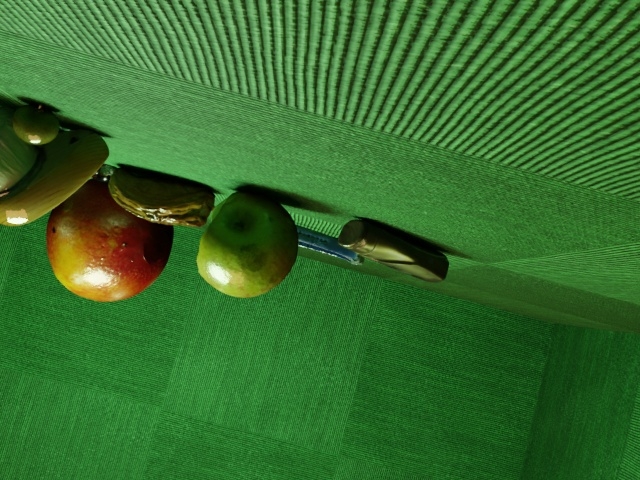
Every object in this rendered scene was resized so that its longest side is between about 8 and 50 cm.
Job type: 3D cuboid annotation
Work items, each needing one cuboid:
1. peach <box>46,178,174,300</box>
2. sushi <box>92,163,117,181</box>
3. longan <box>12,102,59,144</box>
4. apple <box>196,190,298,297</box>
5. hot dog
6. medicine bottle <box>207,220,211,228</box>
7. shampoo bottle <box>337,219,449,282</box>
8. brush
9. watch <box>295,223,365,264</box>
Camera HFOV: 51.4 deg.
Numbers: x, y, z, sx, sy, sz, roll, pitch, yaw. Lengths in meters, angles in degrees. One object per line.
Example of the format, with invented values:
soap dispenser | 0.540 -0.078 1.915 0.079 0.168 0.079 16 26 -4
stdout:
peach | -0.591 -0.011 1.905 0.388 0.388 0.388 15 175 1
sushi | -0.573 -0.177 1.756 0.083 0.046 0.044 12 175 31
longan | -0.481 -0.201 1.126 0.075 0.075 0.083 16 133 -15
apple | -0.175 0.002 1.501 0.246 0.246 0.226 14 167 13
hot dog | -0.409 -0.103 1.683 0.272 0.122 0.196 12 176 9
medicine bottle | -0.275 -0.006 2.329 0.133 0.133 0.274 12 174 32
shampoo bottle | 0.177 0.025 1.590 0.126 0.084 0.350 13 175 42
brush | -0.542 -0.157 1.234 0.166 0.267 0.174 62 180 -44
watch | 0.003 0.000 2.027 0.275 0.068 0.276 18 177 15
